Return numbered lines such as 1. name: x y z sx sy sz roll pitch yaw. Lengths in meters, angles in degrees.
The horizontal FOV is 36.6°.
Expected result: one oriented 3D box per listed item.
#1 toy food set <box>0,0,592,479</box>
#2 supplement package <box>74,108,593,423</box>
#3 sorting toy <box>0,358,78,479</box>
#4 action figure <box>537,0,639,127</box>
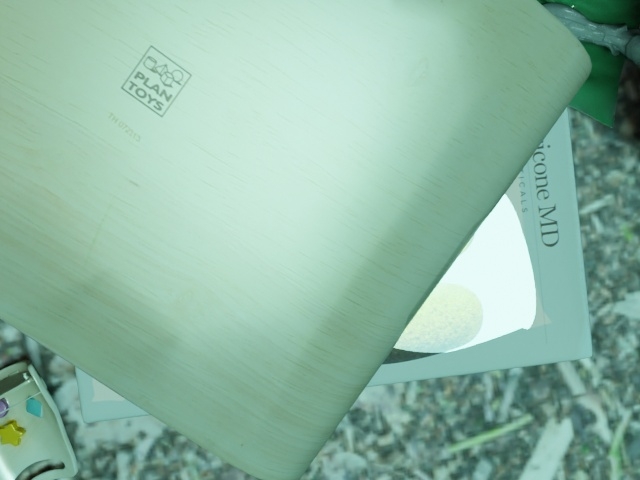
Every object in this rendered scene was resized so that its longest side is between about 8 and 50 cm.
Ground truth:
1. toy food set: -0.065 -0.068 0.399 0.306 0.092 0.220 35 94 -13
2. supplement package: 0.000 0.000 0.510 0.244 0.134 0.139 -8 95 0
3. sorting toy: -0.181 0.117 0.565 0.083 0.045 0.075 -28 101 1
4. action figure: 0.070 -0.152 0.539 0.232 0.063 0.137 12 97 2
